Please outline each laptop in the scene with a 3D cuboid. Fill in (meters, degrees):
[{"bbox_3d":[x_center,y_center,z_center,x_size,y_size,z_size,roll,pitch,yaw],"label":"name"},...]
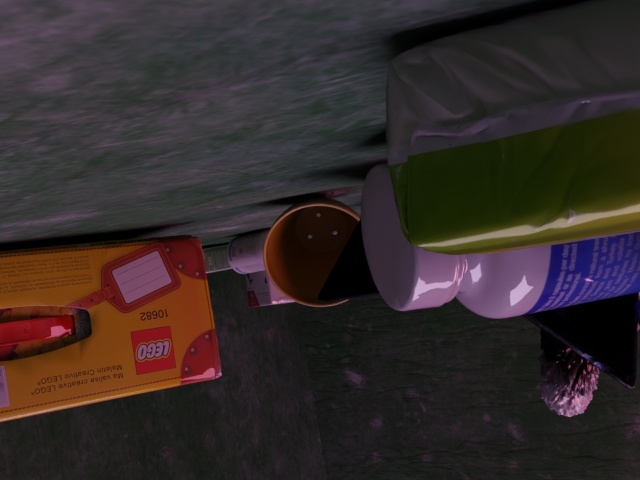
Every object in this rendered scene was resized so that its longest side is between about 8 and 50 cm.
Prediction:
[{"bbox_3d":[0.171,0.029,0.816,0.136,0.264,0.234,-53,-176,39],"label":"laptop"}]

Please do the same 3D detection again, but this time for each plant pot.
[{"bbox_3d":[0.000,0.000,0.999,0.134,0.134,0.095,-10,-157,5],"label":"plant pot"}]

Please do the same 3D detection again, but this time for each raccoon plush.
[{"bbox_3d":[0.380,0.084,1.055,0.216,0.446,0.299,4,-164,22],"label":"raccoon plush"}]

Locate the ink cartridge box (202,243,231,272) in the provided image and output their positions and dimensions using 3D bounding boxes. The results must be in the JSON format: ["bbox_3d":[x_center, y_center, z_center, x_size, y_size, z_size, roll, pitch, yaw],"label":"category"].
[{"bbox_3d":[-0.272,0.046,1.652,0.235,0.056,0.171,-10,179,-34],"label":"ink cartridge box"}]

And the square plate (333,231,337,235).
[{"bbox_3d":[0.243,-0.043,1.621,0.344,0.049,0.347,-8,177,-23],"label":"square plate"}]

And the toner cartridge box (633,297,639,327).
[{"bbox_3d":[0.312,0.045,0.539,0.165,0.075,0.348,-14,167,15],"label":"toner cartridge box"}]

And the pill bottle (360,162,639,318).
[{"bbox_3d":[0.177,-0.022,0.637,0.272,0.152,0.152,-8,177,-16],"label":"pill bottle"}]

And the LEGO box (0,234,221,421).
[{"bbox_3d":[-0.442,0.136,1.040,0.500,0.193,0.372,-6,172,-35],"label":"LEGO box"}]

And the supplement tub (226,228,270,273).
[{"bbox_3d":[-0.108,0.019,1.431,0.107,0.071,0.071,-11,177,44],"label":"supplement tub"}]

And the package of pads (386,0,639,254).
[{"bbox_3d":[0.194,-0.061,0.415,0.297,0.101,0.229,-10,176,14],"label":"package of pads"}]

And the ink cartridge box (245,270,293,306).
[{"bbox_3d":[-0.099,0.054,1.532,0.056,0.135,0.099,-4,175,-32],"label":"ink cartridge box"}]
